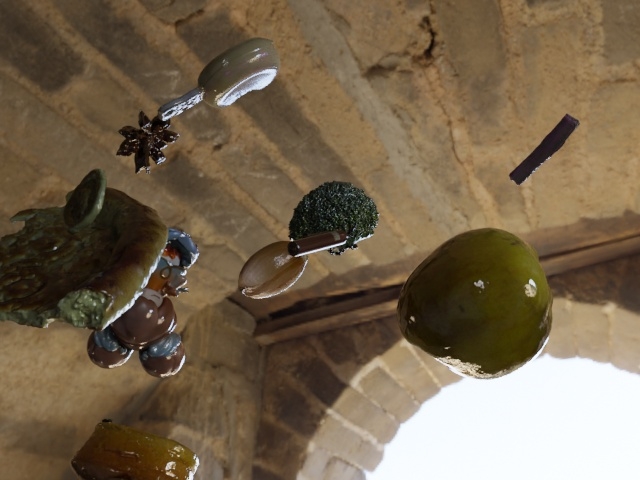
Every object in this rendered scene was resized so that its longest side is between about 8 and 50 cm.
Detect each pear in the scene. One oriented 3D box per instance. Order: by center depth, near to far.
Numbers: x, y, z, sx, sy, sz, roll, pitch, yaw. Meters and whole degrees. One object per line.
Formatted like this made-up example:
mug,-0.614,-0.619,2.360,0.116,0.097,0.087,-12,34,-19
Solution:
pear,0.199,0.081,0.794,0.199,0.200,0.200,0,-34,0

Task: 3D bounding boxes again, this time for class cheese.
cheese,-0.216,-0.329,1.311,0.286,0.082,0.163,-32,-3,-15

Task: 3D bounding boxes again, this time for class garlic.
garlic,-0.132,0.088,1.616,0.206,0.128,0.115,-35,-51,-21

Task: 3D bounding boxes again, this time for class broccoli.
broccoli,0.031,-0.056,1.660,0.226,0.198,0.176,-39,-16,13

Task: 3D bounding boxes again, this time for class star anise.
star anise,-0.397,-0.235,1.433,0.057,0.168,0.168,26,-19,33

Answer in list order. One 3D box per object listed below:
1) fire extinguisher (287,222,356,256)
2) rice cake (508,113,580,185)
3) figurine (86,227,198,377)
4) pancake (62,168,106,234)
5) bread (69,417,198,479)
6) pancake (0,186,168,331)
fire extinguisher,0.000,0.000,1.148,0.048,0.035,0.173,-17,-2,42
rice cake,0.539,-0.217,1.505,0.047,0.036,0.207,45,-62,7
figurine,-0.504,0.179,1.814,0.276,0.388,0.248,8,-42,-1
pancake,-0.348,-0.058,0.921,0.108,0.108,0.017,-26,-38,33
bread,-0.385,0.478,1.292,0.269,0.143,0.196,6,-40,18
pancake,-0.395,0.002,0.992,0.304,0.427,0.067,-5,-59,-1
